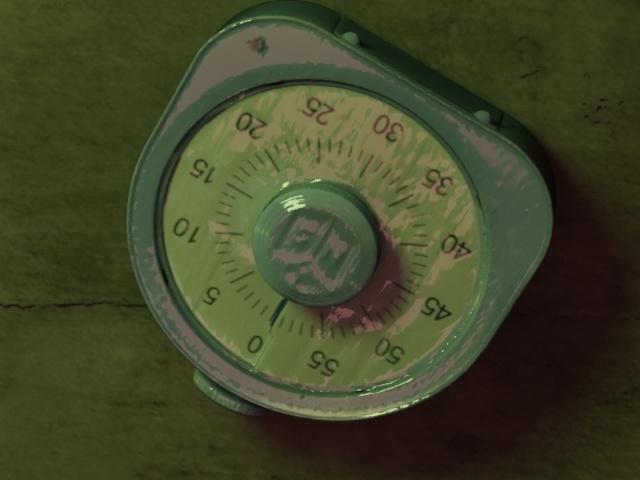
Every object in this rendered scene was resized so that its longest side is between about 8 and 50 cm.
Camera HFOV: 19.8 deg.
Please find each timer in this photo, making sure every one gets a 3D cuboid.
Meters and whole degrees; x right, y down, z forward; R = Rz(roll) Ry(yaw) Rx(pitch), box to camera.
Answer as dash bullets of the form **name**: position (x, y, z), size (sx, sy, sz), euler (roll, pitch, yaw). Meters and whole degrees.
- **timer**: position (0.000, 0.000, 1.704), size (0.395, 0.173, 0.395), euler (1, 105, 5)
